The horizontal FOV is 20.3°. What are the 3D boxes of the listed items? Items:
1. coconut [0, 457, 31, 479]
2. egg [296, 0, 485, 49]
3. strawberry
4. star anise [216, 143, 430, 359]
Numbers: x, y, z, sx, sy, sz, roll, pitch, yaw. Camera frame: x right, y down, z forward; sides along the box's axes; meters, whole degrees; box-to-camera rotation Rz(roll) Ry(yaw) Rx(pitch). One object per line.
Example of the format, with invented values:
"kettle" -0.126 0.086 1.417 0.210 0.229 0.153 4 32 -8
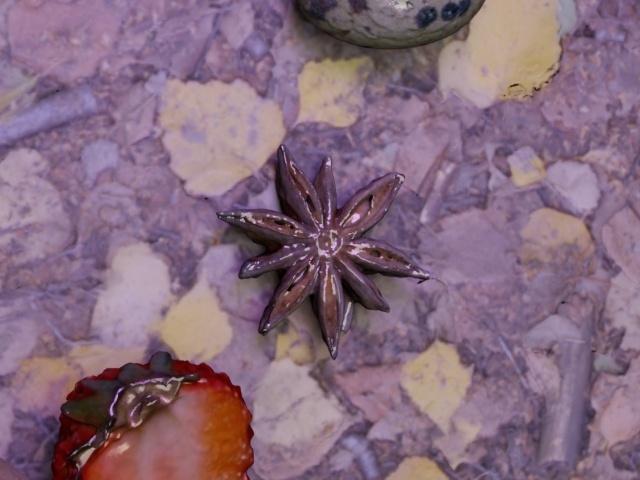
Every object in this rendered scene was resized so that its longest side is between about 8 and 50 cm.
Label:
"coconut" -0.318 0.283 1.372 0.329 0.329 0.328 0 91 -19
"egg" 0.065 -0.239 1.588 0.182 0.141 0.141 -16 96 -7
"strawberry" -0.154 0.204 1.550 0.190 0.111 0.236 -26 123 -27
"star anise" 0.000 0.000 1.613 0.195 0.065 0.182 -38 98 -10
